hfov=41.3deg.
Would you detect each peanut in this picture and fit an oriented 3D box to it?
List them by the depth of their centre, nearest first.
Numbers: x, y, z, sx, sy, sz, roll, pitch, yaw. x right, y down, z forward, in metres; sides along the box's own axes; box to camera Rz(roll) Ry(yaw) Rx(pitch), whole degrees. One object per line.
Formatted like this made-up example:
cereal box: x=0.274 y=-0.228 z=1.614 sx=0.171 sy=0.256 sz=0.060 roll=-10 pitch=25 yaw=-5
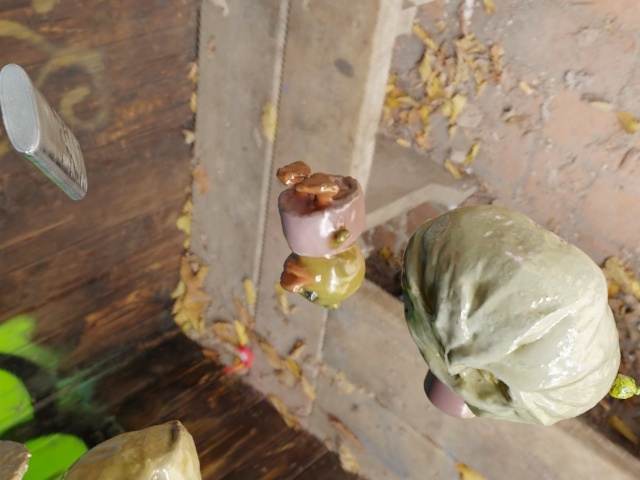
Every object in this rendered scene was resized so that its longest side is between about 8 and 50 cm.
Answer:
peanut: x=-0.225 y=0.323 z=0.795 sx=0.158 sy=0.340 sz=0.174 roll=19 pitch=158 yaw=24

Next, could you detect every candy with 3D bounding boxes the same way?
candy: x=0.490 y=0.220 z=1.261 sx=0.123 sy=0.035 sz=0.035 roll=3 pitch=117 yaw=8

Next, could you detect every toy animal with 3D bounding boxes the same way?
toy animal: x=0.004 y=0.001 z=1.529 sx=0.195 sy=0.169 sz=0.281 roll=33 pitch=128 yaw=52

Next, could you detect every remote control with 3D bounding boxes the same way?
remote control: x=-0.359 y=-0.130 z=1.128 sx=0.377 sy=0.044 sz=0.107 roll=142 pitch=120 yaw=-81

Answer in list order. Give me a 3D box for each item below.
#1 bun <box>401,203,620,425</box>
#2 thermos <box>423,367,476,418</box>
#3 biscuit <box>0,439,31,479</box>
bun: x=0.253 y=0.126 z=1.241 sx=0.365 sy=0.219 sz=0.365 roll=43 pitch=160 yaw=20
thermos: x=0.292 y=0.217 z=1.687 sx=0.146 sy=0.177 sz=0.265 roll=-110 pitch=22 yaw=-46
biscuit: x=-0.315 y=0.216 z=0.756 sx=0.120 sy=0.120 sz=0.015 roll=4 pitch=121 yaw=45
